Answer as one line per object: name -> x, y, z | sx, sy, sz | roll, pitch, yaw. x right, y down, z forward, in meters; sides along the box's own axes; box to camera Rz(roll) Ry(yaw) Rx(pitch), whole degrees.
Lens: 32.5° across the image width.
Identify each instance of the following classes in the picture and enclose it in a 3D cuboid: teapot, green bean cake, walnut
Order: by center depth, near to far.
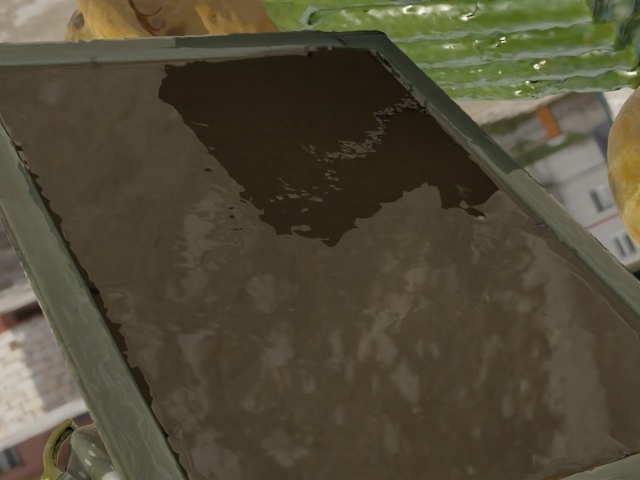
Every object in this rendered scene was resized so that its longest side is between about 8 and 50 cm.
green bean cake -> 0.094, -0.265, 0.679 | 0.218, 0.319, 0.335 | 1, 174, 24
walnut -> -0.138, -0.176, 1.119 | 0.224, 0.257, 0.257 | -48, 176, 2
teapot -> -0.269, 0.275, 1.303 | 0.119, 0.166, 0.130 | -47, 142, -22

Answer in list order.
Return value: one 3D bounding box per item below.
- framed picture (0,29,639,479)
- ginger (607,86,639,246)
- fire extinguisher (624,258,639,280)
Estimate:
framed picture -> 0.000, 0.000, 0.414 | 0.231, 0.293, 0.018 | -8, 132, -29
ginger -> 0.325, -0.010, 0.859 | 0.122, 0.348, 0.363 | 0, 167, -14
fire extinguisher -> 0.178, 0.066, 0.698 | 0.311, 0.114, 0.095 | -21, 166, 4
